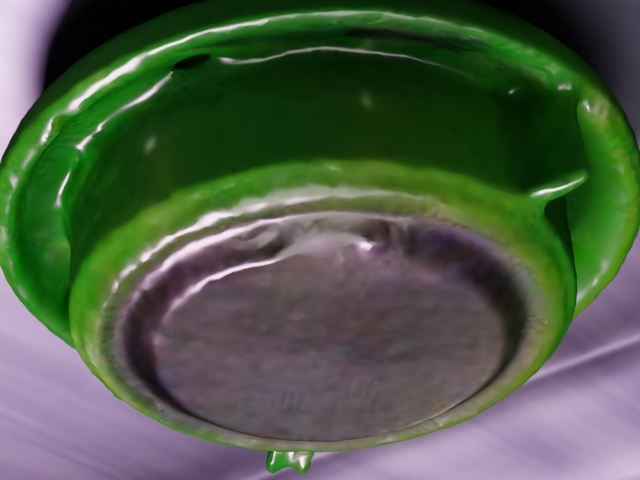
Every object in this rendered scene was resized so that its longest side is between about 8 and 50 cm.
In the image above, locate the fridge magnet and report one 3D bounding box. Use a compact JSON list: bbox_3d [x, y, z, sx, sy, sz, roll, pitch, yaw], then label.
[{"bbox_3d":[0.000,0.000,0.563,0.208,0.088,0.208,-2,143,-2],"label":"fridge magnet"}]
